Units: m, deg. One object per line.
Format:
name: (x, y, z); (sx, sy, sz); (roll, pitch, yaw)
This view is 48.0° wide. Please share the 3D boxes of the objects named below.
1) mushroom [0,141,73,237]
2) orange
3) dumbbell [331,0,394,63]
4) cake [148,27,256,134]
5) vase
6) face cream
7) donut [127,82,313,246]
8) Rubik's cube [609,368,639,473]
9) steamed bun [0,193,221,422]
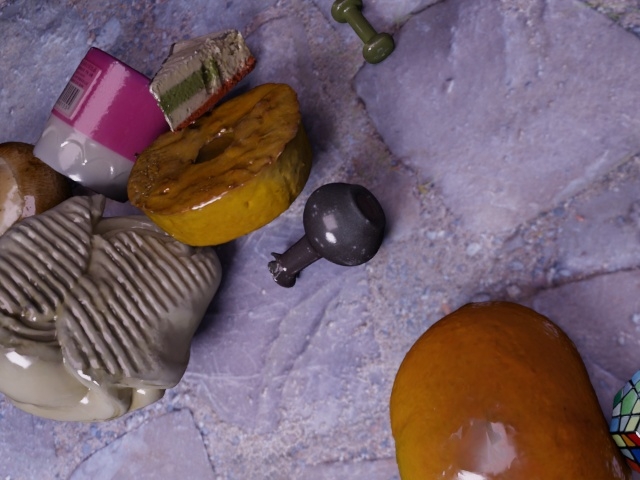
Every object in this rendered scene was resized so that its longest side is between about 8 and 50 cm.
mushroom: (-0.525, -0.042, 1.216); (0.253, 0.153, 0.253); (-8, 72, 25)
orange: (0.212, 0.241, 0.836); (0.274, 0.274, 0.310); (-17, 101, 20)
dumbbell: (0.062, -0.317, 1.071); (0.052, 0.046, 0.118); (-35, 64, 8)
cake: (-0.207, -0.247, 1.100); (0.117, 0.086, 0.220); (1, 40, 40)
vase: (0.000, 0.000, 0.990); (0.183, 0.120, 0.120); (-35, 64, 29)
face cream: (-0.337, -0.182, 1.151); (0.175, 0.175, 0.195); (33, 92, 28)
donut: (-0.134, -0.104, 1.030); (0.278, 0.108, 0.277); (-17, 41, 15)
Rubik's cube: (0.374, 0.194, 0.757); (0.112, 0.133, 0.133); (-37, 62, -15)
steamed bun: (-0.328, 0.111, 1.029); (0.310, 0.219, 0.324); (21, 44, -4)
